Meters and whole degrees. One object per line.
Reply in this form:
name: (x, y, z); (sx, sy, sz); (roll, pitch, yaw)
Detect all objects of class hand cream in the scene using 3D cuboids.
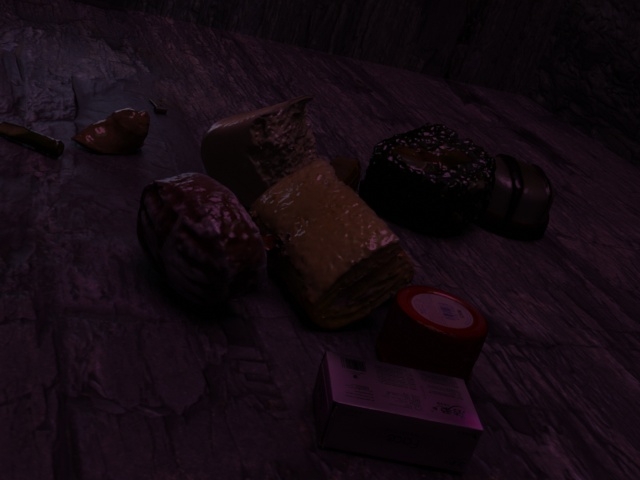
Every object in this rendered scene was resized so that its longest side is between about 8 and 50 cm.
hand cream: (0.208, 0.180, 1.597); (0.193, 0.125, 0.193); (13, 25, -6)

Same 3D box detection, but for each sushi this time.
sushi: (-0.164, 0.031, 1.686); (0.226, 0.097, 0.103); (8, 36, 42)
sushi: (0.306, -0.165, 2.300); (0.352, 0.178, 0.294); (-20, 46, -38)

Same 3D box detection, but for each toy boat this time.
toy boat: (0.045, -0.132, 2.174); (0.089, 0.115, 0.310); (13, 22, 6)

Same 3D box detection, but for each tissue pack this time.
tissue pack: (0.117, 0.273, 1.360); (0.246, 0.093, 0.148); (14, 23, -10)

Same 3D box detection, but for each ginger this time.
ginger: (-0.509, -0.273, 2.096); (0.193, 0.123, 0.115); (-18, 62, -46)

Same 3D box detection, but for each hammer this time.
hammer: (-0.483, -0.396, 2.503); (0.035, 0.019, 0.110); (3, 22, -31)

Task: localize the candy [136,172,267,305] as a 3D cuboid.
candy: (-0.228, -0.003, 1.566); (0.157, 0.214, 0.289); (-16, 39, -44)

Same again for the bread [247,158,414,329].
bread: (0.000, 0.000, 1.738); (0.236, 0.165, 0.375); (-34, 41, -3)

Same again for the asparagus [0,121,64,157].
asparagus: (-0.678, -0.240, 1.982); (0.178, 0.041, 0.045); (21, 15, 10)

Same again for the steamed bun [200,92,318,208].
steamed bun: (-0.128, -0.189, 2.063); (0.273, 0.272, 0.290); (-10, 9, 27)

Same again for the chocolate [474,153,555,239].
chocolate: (0.552, -0.139, 2.473); (0.283, 0.186, 0.283); (15, 23, -7)
